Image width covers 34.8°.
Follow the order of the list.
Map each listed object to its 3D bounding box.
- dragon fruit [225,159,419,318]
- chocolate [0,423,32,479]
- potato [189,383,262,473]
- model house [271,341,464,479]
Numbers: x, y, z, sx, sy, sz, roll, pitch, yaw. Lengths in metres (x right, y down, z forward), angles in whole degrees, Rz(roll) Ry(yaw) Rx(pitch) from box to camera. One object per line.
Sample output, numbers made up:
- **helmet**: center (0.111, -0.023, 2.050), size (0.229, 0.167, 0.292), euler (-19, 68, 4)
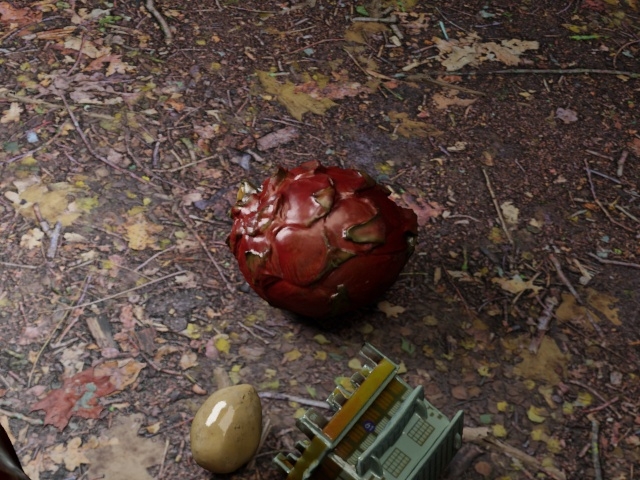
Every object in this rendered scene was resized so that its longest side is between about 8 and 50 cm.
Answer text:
- **dragon fruit**: center (0.000, 0.000, 1.790), size (0.343, 0.277, 0.277), euler (19, 47, -3)
- **chocolate**: center (-0.548, 0.377, 1.343), size (0.384, 0.383, 0.331), euler (-20, 36, -23)
- **potato**: center (-0.149, 0.295, 1.605), size (0.112, 0.112, 0.147), euler (17, 54, 10)
- **model house**: center (0.074, 0.316, 1.542), size (0.215, 0.198, 0.224), euler (38, 52, 11)
